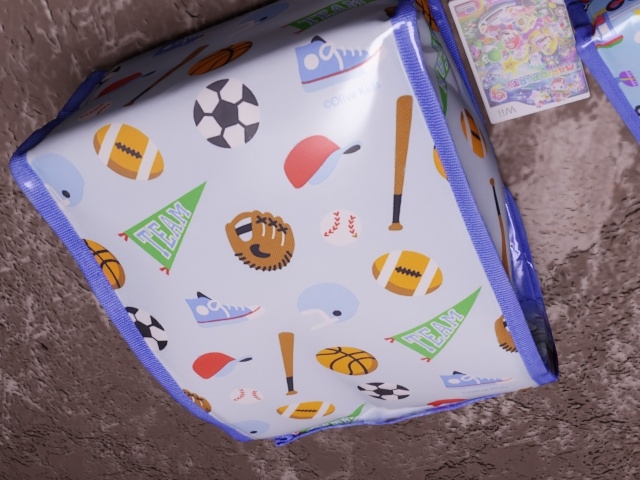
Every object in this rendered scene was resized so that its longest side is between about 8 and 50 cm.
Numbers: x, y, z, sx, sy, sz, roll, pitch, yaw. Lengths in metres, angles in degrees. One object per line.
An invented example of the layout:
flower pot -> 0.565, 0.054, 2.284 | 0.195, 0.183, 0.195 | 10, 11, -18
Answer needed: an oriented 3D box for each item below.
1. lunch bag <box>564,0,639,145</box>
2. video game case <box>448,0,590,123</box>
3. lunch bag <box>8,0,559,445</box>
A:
lunch bag -> 0.340, -0.139, 0.654 | 0.221, 0.138, 0.293 | -25, 133, 26
video game case -> 0.167, -0.160, 0.722 | 0.087, 0.011, 0.122 | -14, 125, 21
lunch bag -> 0.000, 0.000, 0.744 | 0.328, 0.239, 0.385 | -17, 117, 20
